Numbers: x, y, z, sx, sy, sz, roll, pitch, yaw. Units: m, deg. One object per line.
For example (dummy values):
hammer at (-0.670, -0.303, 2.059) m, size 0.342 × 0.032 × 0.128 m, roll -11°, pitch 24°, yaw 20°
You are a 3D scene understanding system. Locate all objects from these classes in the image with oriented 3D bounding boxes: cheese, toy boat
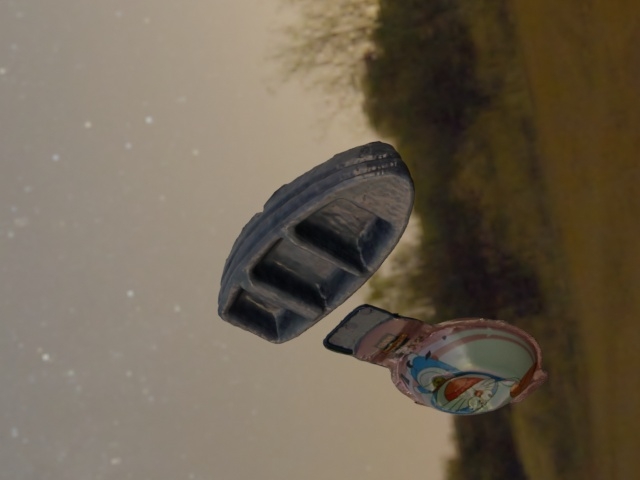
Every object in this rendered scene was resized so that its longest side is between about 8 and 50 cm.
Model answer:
cheese at (0.141, 0.137, 1.610) m, size 0.286 × 0.189 × 0.074 m, roll 21°, pitch -137°, yaw -27°
toy boat at (0.000, 0.000, 1.459) m, size 0.127 × 0.283 × 0.078 m, roll 29°, pitch -145°, yaw -23°
